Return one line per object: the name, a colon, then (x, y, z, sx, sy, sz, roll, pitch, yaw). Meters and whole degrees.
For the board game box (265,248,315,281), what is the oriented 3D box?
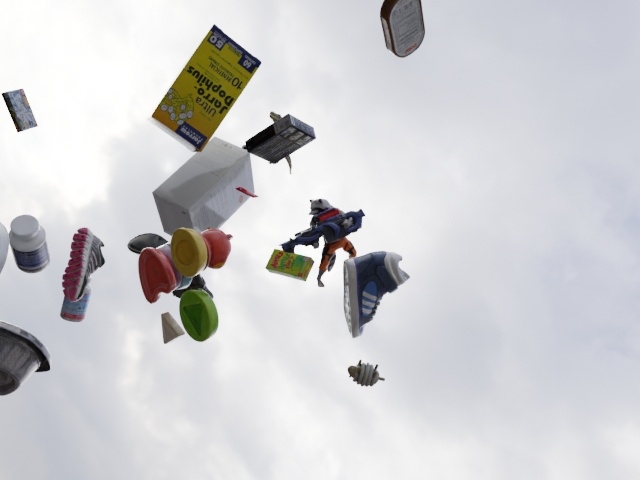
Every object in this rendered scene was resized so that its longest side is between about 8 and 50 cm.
board game box: (-0.121, 0.096, 2.451, 0.181, 0.092, 0.043, 12, -22, 32)

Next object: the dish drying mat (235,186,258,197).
dish drying mat: (-0.256, -0.168, 2.165, 0.083, 0.032, 0.008, 27, -68, 27)

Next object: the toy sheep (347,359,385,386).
toy sheep: (0.153, 0.448, 2.077, 0.132, 0.091, 0.091, 18, -48, 2)

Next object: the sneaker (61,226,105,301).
sneaker: (-0.519, 0.059, 1.381, 0.063, 0.075, 0.171, -12, -118, 26)

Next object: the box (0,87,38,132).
box: (-1.021, -0.442, 2.111, 0.027, 0.094, 0.137, -11, -72, 13)

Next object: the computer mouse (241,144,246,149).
computer mouse: (-0.255, -0.373, 2.409, 0.242, 0.071, 0.041, 13, -62, 61)

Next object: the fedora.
fedora: (-0.819, 0.305, 1.559, 0.275, 0.124, 0.244, -5, -45, 25)

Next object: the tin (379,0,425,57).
tin: (0.203, -0.532, 1.527, 0.040, 0.106, 0.190, 56, -3, 33)

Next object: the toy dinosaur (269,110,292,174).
toy dinosaur: (-0.154, -0.354, 2.374, 0.064, 0.118, 0.268, 4, -59, 27)

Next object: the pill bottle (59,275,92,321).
pill bottle: (-0.853, 0.199, 2.179, 0.087, 0.087, 0.160, 22, -81, 47)

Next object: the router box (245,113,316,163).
router box: (-0.122, -0.310, 1.914, 0.178, 0.133, 0.046, -26, -115, 28)

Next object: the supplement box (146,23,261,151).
supplement box: (-0.386, -0.489, 2.038, 0.194, 0.357, 0.195, 34, -5, -21)

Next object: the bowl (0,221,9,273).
bowl: (-0.838, 0.042, 1.336, 0.298, 0.298, 0.134, 38, -9, 37)

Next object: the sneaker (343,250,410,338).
sneaker: (0.204, 0.187, 2.155, 0.130, 0.236, 0.323, -116, -160, -63)

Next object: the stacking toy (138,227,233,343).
stacking toy: (-0.325, 0.114, 1.600, 0.308, 0.130, 0.280, -17, -91, 45)

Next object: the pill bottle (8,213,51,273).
pill bottle: (-0.785, 0.007, 1.675, 0.094, 0.094, 0.169, 53, -31, 22)

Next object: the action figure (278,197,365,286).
action figure: (0.000, 0.000, 2.330, 0.178, 0.341, 0.331, -140, -143, -68)

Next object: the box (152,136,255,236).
box: (-0.411, -0.174, 2.242, 0.168, 0.345, 0.215, 26, -35, 20)

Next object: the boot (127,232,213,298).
boot: (-0.475, 0.100, 1.967, 0.262, 0.091, 0.229, 14, -43, 13)
